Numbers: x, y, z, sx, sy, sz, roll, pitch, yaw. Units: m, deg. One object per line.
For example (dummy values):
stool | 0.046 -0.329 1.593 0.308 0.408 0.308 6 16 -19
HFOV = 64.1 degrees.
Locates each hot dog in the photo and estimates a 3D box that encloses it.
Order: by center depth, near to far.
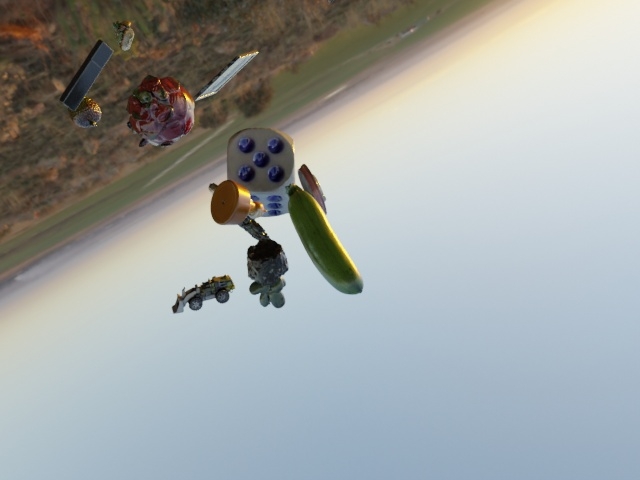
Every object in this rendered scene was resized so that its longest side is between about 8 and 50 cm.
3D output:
hot dog | -0.510 -0.528 1.311 0.041 0.057 0.133 -22 -171 -26

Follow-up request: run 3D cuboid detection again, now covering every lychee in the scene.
lychee | -0.884 -0.480 1.913 0.114 0.146 0.114 -38 177 -2

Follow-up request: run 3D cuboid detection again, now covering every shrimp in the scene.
shrimp | -0.339 -0.115 2.192 0.071 0.365 0.233 -48 -168 -15

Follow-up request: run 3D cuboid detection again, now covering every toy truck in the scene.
toy truck | -0.512 0.229 2.216 0.285 0.111 0.136 -17 -165 -17

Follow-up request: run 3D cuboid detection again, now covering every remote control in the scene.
remote control | -0.750 -0.531 1.642 0.025 0.063 0.245 20 -102 33

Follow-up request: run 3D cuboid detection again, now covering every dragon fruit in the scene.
dragon fruit | -0.469 -0.378 1.514 0.192 0.193 0.274 -3 176 -4

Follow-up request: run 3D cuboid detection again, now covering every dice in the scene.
dice | -0.207 -0.239 1.840 0.242 0.252 0.259 0 163 -7

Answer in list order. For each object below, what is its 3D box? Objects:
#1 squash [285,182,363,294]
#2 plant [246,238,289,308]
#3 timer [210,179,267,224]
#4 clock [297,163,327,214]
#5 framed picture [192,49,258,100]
squash | 0.000 0.000 1.514 0.107 0.395 0.107 -28 164 -9
plant | -0.190 0.135 1.860 0.149 0.275 0.146 -21 -135 -24
timer | -0.227 -0.098 1.509 0.132 0.132 0.152 -21 157 39
clock | -0.029 -0.218 2.217 0.056 0.245 0.244 -26 -170 -8
framed picture | -0.370 -0.641 1.983 0.265 0.018 0.192 -32 -167 29
